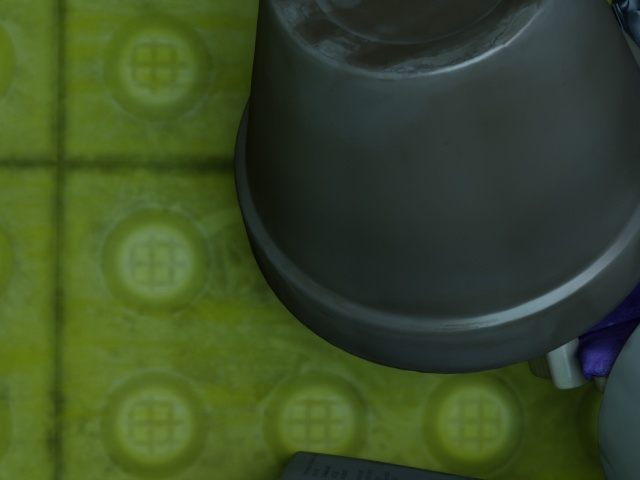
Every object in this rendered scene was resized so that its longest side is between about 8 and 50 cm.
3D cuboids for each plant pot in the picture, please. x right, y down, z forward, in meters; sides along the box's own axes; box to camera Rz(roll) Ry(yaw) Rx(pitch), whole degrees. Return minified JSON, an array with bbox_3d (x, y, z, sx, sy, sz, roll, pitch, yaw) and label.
[{"bbox_3d":[0.081,-0.109,1.189,0.323,0.280,0.323,-4,61,7],"label":"plant pot"}]

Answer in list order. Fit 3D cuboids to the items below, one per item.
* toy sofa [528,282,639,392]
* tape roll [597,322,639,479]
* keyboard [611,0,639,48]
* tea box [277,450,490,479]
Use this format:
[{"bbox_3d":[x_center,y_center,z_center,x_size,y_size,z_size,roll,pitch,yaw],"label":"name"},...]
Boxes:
[{"bbox_3d":[0.329,-0.003,1.346,0.362,0.177,0.150,-15,93,-8],"label":"toy sofa"},{"bbox_3d":[0.334,0.150,1.196,0.246,0.169,0.246,-6,114,-13],"label":"tape roll"},{"bbox_3d":[0.383,-0.231,1.370,0.317,0.033,0.202,-21,94,15],"label":"keyboard"},{"bbox_3d":[0.050,0.334,1.208,0.219,0.329,0.324,10,90,3],"label":"tea box"}]
